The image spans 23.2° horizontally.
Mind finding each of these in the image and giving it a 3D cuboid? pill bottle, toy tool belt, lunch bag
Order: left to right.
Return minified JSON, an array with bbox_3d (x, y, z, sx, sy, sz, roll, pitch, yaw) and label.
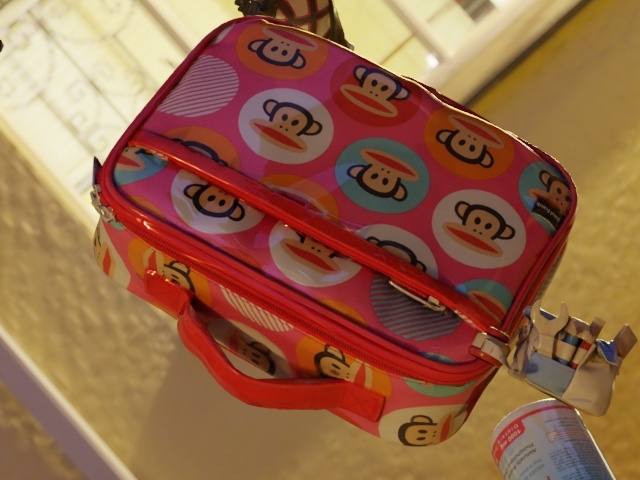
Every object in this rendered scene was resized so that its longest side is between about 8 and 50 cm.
[{"bbox_3d":[0.000,0.000,1.033,0.258,0.293,0.120,-55,-12,-37],"label":"lunch bag"},{"bbox_3d":[0.121,0.053,0.802,0.051,0.083,0.052,-64,16,-4],"label":"toy tool belt"},{"bbox_3d":[0.212,0.219,1.329,0.087,0.160,0.087,-12,-44,-12],"label":"pill bottle"}]

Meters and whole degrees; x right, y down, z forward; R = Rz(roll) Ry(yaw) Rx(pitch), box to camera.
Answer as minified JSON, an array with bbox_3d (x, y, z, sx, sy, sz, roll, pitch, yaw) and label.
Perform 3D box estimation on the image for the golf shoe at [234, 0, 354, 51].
[{"bbox_3d":[-0.023,-0.212,1.468,0.105,0.120,0.273,-127,50,-60],"label":"golf shoe"}]

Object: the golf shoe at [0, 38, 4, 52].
[{"bbox_3d":[-0.272,-0.155,1.087,0.086,0.186,0.067,-35,-42,0],"label":"golf shoe"}]
